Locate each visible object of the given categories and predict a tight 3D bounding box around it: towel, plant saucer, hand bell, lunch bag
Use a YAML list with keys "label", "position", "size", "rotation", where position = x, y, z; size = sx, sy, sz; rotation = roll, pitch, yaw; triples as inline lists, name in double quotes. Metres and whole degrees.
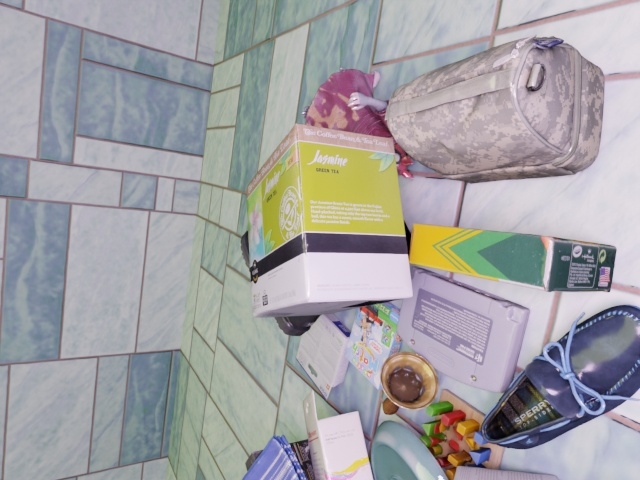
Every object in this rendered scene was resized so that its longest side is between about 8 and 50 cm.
- label: "towel"
  position: [-0.096, 0.694, 1.043]
  size: [0.243, 0.040, 0.336]
  rotation: [-56, 44, 14]
- label: "plant saucer"
  position: [0.198, 0.561, 0.926]
  size: [0.317, 0.044, 0.317]
  rotation: [43, 141, 49]
- label: "hand bell"
  position: [0.180, 0.369, 0.992]
  size: [0.242, 0.126, 0.126]
  rotation: [97, 156, -52]
- label: "lunch bag"
  position: [0.299, -0.225, 0.749]
  size: [0.305, 0.256, 0.212]
  rotation: [6, 92, 56]

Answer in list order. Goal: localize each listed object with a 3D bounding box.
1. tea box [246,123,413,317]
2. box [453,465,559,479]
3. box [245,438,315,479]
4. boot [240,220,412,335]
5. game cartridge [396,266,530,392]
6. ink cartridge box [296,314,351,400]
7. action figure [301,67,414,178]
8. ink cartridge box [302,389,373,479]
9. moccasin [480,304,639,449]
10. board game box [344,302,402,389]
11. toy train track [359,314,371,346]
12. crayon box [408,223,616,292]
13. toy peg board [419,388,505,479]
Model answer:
- label: "tea box"
  position: [-0.005, -0.015, 0.891]
  size: [0.329, 0.220, 0.323]
  rotation: [149, 120, -60]
- label: "box"
  position: [0.323, 0.476, 0.722]
  size: [0.171, 0.091, 0.130]
  rotation: [-5, 80, 22]
- label: "box"
  position: [-0.052, 0.736, 1.194]
  size: [0.076, 0.243, 0.307]
  rotation: [-62, 41, 31]
- label: "boot"
  position: [0.001, 0.002, 1.163]
  size: [0.445, 0.146, 0.367]
  rotation: [-43, 68, 30]
- label: "game cartridge"
  position: [0.288, 0.189, 0.909]
  size: [0.294, 0.060, 0.195]
  rotation: [24, 103, 55]
- label: "ink cartridge box"
  position: [0.010, 0.336, 1.319]
  size: [0.223, 0.045, 0.223]
  rotation: [39, 120, 52]
- label: "action figure"
  position: [0.125, -0.273, 1.112]
  size: [0.370, 0.276, 0.248]
  rotation: [48, 133, 27]
- label: "ink cartridge box"
  position: [0.049, 0.580, 1.111]
  size: [0.207, 0.119, 0.353]
  rotation: [110, 151, -60]
- label: "moccasin"
  position: [0.394, 0.246, 0.682]
  size: [0.137, 0.117, 0.341]
  rotation: [54, 130, 44]
- label: "board game box"
  position: [0.146, 0.259, 1.128]
  size: [0.160, 0.039, 0.211]
  rotation: [33, 115, 53]
- label: "toy train track"
  position: [0.115, 0.242, 1.127]
  size: [0.048, 0.014, 0.083]
  rotation: [-12, 77, 56]
- label: "crayon box"
  position: [0.307, 0.023, 0.760]
  size: [0.319, 0.202, 0.081]
  rotation: [10, 94, 56]
- label: "toy peg board"
  position: [0.278, 0.425, 0.874]
  size: [0.161, 0.079, 0.161]
  rotation: [24, 107, 55]
